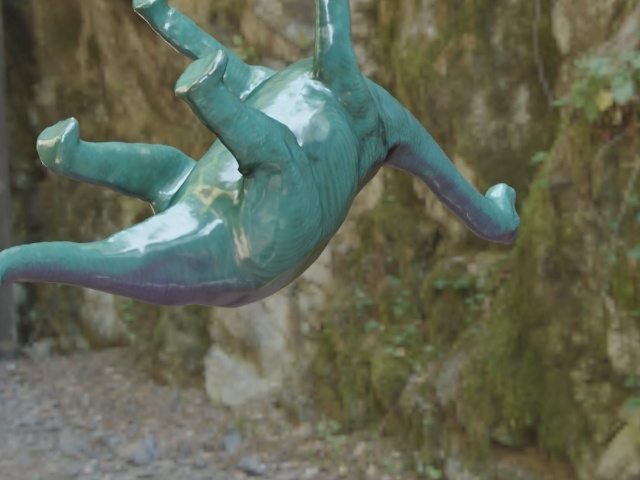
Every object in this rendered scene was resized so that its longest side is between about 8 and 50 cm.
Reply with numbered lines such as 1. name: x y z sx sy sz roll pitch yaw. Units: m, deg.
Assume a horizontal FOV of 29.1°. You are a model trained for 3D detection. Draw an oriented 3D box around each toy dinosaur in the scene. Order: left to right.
1. toy dinosaur: 0.000 0.000 0.744 0.129 0.331 0.383 -6 42 39
